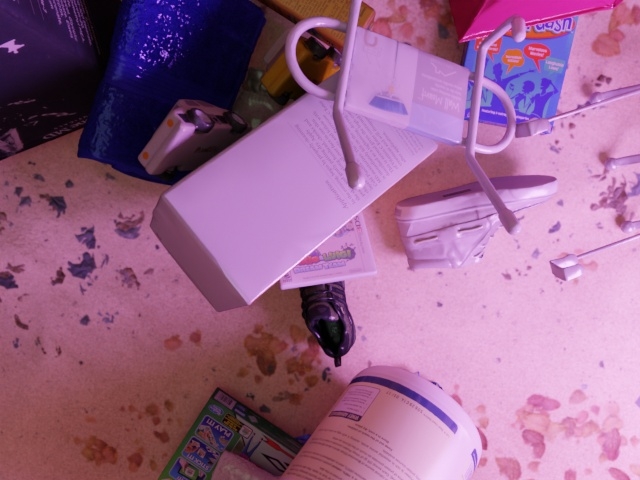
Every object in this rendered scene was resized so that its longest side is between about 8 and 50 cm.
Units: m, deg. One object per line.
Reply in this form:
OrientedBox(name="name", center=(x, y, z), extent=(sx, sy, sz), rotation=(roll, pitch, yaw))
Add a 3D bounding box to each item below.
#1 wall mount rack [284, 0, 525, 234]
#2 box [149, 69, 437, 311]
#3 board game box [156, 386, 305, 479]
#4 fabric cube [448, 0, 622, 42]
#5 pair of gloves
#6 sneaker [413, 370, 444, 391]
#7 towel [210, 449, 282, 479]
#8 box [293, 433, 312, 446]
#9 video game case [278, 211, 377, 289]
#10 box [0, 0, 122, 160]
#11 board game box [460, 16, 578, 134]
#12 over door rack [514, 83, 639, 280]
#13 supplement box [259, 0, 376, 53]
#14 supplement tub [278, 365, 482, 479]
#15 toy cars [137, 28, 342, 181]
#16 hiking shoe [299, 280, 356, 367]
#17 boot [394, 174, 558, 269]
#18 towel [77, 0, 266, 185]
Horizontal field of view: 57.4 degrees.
OrientedBox(name="wall mount rack", center=(0.129, -0.164, 0.716), extent=(0.350, 0.130, 0.304), rotation=(14, 75, -19))
OrientedBox(name="box", center=(-0.044, -0.074, 0.823), extent=(0.345, 0.215, 0.168), rotation=(-39, 95, -21))
OrientedBox(name="board game box", center=(-0.107, 0.433, 1.029), extent=(0.317, 0.046, 0.213), rotation=(33, 103, 2))
OrientedBox(name="fabric cube", center=(0.300, -0.454, 0.769), extent=(0.254, 0.259, 0.258), rotation=(-14, 87, -2))
OrientedBox(name="pair of gloves", center=(-0.184, -0.208, 0.965), extent=(0.240, 0.042, 0.204), rotation=(24, 98, -1))
OrientedBox(name="sneaker", center=(0.200, 0.283, 1.010), extent=(0.144, 0.053, 0.059), rotation=(35, 96, -3))
OrientedBox(name="towel", center=(-0.128, 0.511, 1.000), extent=(0.187, 0.049, 0.282), rotation=(23, 102, 3))
OrientedBox(name="box", center=(-0.018, 0.411, 1.051), extent=(0.081, 0.028, 0.136), rotation=(-17, 95, 6))
OrientedBox(name="video game case", center=(0.000, 0.000, 0.945), extent=(0.157, 0.019, 0.143), rotation=(-8, 67, -10))
OrientedBox(name="box", center=(-0.558, -0.278, 0.744), extent=(0.480, 0.472, 0.297), rotation=(-20, 90, 6))
OrientedBox(name="board game box", center=(0.306, -0.286, 0.926), extent=(0.160, 0.047, 0.210), rotation=(10, 97, 2))
OrientedBox(name="over door rack", center=(0.447, -0.109, 0.900), extent=(0.324, 0.108, 0.239), rotation=(-20, 97, -15))
OrientedBox(name="supplement box", center=(-0.029, -0.382, 0.915), extent=(0.233, 0.078, 0.080), rotation=(30, 98, -1))
OrientedBox(name="supplement tub", center=(0.070, 0.376, 0.869), extent=(0.235, 0.235, 0.325), rotation=(46, 56, -4))
OrientedBox(name="toy cars", center=(-0.107, -0.206, 0.829), extent=(0.087, 0.176, 0.394), rotation=(46, 62, 6))
OrientedBox(name="hiking shoe", center=(0.006, 0.090, 0.960), extent=(0.086, 0.114, 0.226), rotation=(-21, 96, 5))
OrientedBox(name="boot", center=(0.257, -0.026, 0.954), extent=(0.258, 0.095, 0.123), rotation=(-11, 107, 10))
OrientedBox(name="towel", center=(-0.197, -0.230, 0.837), extent=(0.076, 0.228, 0.308), rotation=(21, 96, 33))
